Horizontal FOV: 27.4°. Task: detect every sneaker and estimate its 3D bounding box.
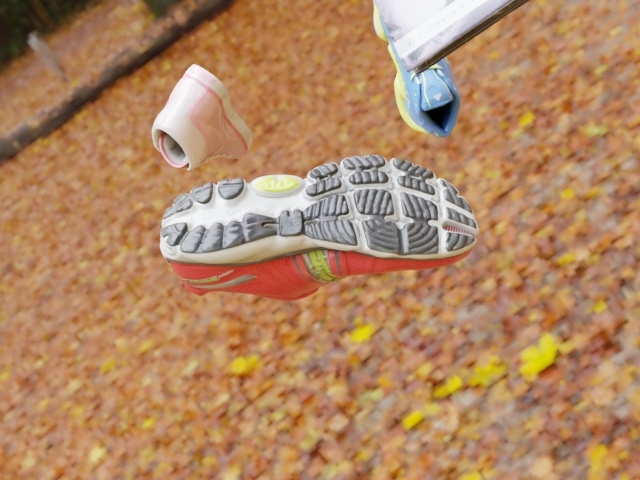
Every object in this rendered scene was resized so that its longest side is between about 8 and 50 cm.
[{"bbox_3d":[0.140,-0.241,1.721,0.091,0.240,0.126,-23,31,-8],"label":"sneaker"},{"bbox_3d":[-0.097,-0.082,1.044,0.070,0.051,0.134,-57,-16,-11],"label":"sneaker"},{"bbox_3d":[0.000,0.000,1.166,0.279,0.118,0.107,-1,53,6],"label":"sneaker"}]

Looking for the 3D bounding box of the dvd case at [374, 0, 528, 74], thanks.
[{"bbox_3d":[0.081,-0.238,0.823,0.164,0.221,0.018,-32,-22,25],"label":"dvd case"}]
